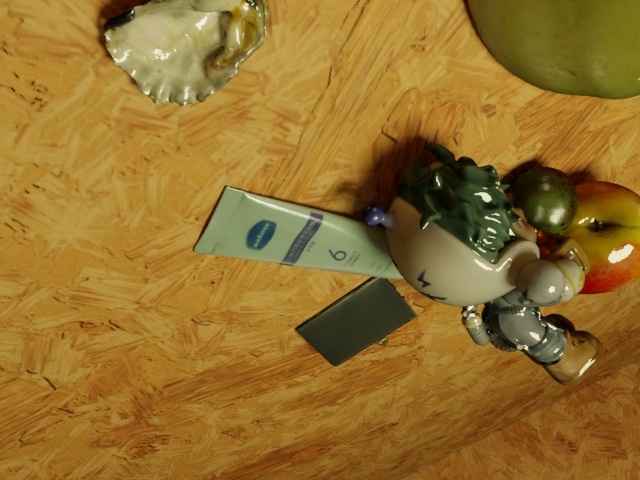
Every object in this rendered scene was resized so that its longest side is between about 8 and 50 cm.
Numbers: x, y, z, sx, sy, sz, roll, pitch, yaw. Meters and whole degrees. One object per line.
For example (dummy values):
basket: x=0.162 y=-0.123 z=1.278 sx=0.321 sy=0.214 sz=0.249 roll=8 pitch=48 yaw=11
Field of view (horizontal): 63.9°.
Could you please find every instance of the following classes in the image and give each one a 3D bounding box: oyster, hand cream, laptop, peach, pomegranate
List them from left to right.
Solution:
oyster: x=-0.106 y=-0.169 z=0.414 sx=0.122 sy=0.045 sz=0.146 roll=-5 pitch=146 yaw=-32
hand cream: x=0.000 y=0.000 z=0.695 sx=0.321 sy=0.067 sz=0.109 roll=12 pitch=130 yaw=-31
laptop: x=0.064 y=0.142 z=0.893 sx=0.180 sy=0.016 sz=0.129 roll=-35 pitch=122 yaw=9
pomegranate: x=0.312 y=-0.055 z=0.774 sx=0.142 sy=0.114 sz=0.114 roll=3 pitch=143 yaw=9
peach: x=0.450 y=0.000 z=0.849 sx=0.190 sy=0.190 sz=0.192 roll=-34 pitch=161 yaw=9

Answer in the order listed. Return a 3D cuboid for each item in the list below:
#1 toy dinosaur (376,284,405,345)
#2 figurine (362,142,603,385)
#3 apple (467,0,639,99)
toy dinosaur: x=0.089 y=0.151 z=0.936 sx=0.162 sy=0.039 sz=0.126 roll=-29 pitch=133 yaw=7
figurine: x=0.233 y=0.035 z=0.672 sx=0.382 sy=0.261 sz=0.186 roll=40 pitch=82 yaw=-21
apple: x=0.327 y=-0.309 z=0.481 sx=0.320 sy=0.311 sz=0.360 roll=7 pitch=157 yaw=32
